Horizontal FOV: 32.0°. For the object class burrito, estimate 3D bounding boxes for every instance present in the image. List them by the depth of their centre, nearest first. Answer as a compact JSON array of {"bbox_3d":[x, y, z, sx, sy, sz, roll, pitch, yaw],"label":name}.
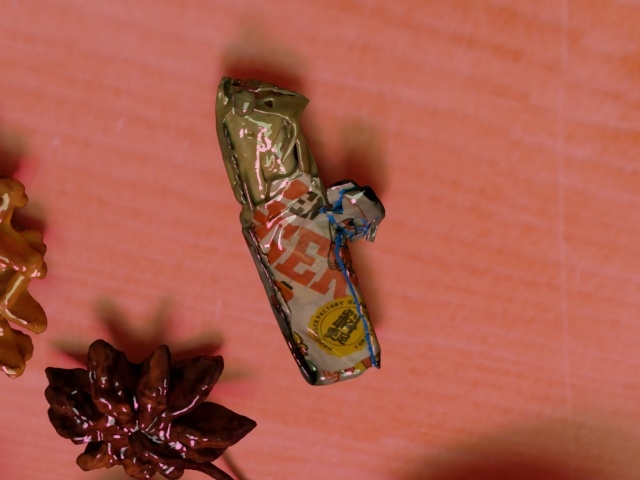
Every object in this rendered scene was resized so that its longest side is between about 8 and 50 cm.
[{"bbox_3d":[0.000,0.000,0.813,0.104,0.054,0.288,-12,125,10],"label":"burrito"}]

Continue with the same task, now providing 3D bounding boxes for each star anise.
[{"bbox_3d":[-0.117,0.156,0.924,0.234,0.073,0.177,18,134,-20],"label":"star anise"}]

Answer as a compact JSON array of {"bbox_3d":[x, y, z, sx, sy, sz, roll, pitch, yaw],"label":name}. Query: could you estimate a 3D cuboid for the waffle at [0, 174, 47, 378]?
[{"bbox_3d":[-0.330,-0.001,0.818,0.260,0.069,0.293,-10,123,6],"label":"waffle"}]
